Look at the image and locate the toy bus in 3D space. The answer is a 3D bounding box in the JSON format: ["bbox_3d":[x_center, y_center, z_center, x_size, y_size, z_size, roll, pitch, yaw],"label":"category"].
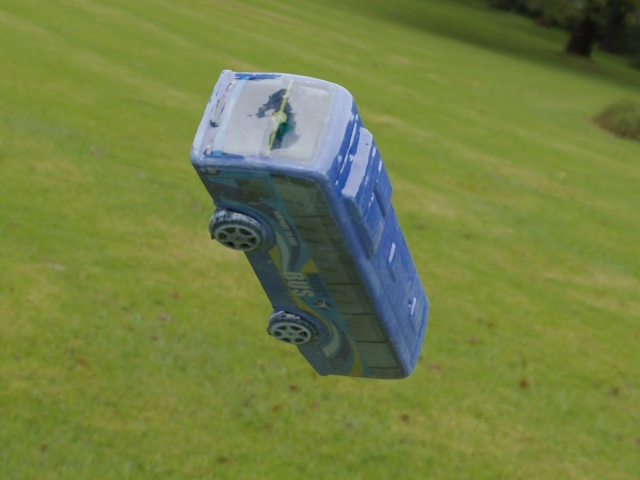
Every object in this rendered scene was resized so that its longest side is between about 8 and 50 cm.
[{"bbox_3d":[0.002,-0.002,0.679,0.094,0.236,0.079,-2,54,17],"label":"toy bus"}]
